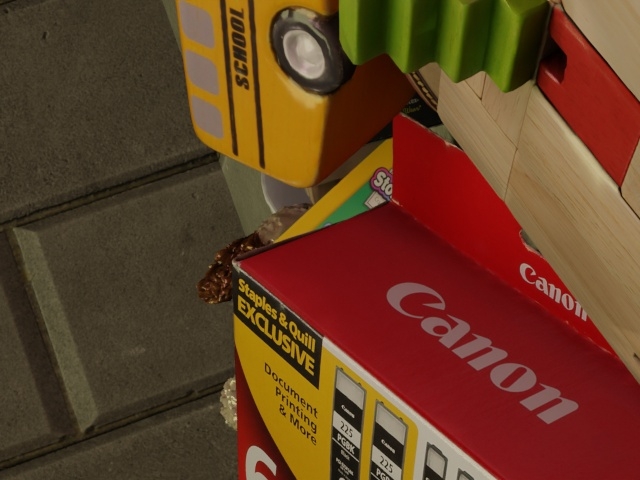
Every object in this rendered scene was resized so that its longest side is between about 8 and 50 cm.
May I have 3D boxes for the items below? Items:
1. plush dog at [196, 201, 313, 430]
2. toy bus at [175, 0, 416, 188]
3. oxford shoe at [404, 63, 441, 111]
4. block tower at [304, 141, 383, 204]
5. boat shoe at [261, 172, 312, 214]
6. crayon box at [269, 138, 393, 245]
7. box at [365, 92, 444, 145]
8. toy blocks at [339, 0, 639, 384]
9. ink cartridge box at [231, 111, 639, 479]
[{"bbox_3d":[0.016,0.058,1.400,0.225,0.262,0.210,56,133,26],"label":"plush dog"},{"bbox_3d":[-0.010,-0.188,0.761,0.130,0.108,0.332,27,141,29],"label":"toy bus"},{"bbox_3d":[0.096,-0.140,0.655,0.130,0.123,0.348,57,168,30],"label":"oxford shoe"},{"bbox_3d":[-0.019,-0.150,1.453,0.335,0.097,0.091,-120,14,-57],"label":"block tower"},{"bbox_3d":[0.000,0.000,1.665,0.084,0.095,0.258,88,163,-50],"label":"boat shoe"},{"bbox_3d":[0.072,0.077,1.093,0.081,0.165,0.278,19,-143,-46],"label":"crayon box"},{"bbox_3d":[0.005,-0.152,1.051,0.247,0.163,0.142,-138,32,-74],"label":"box"},{"bbox_3d":[0.155,-0.034,0.425,0.261,0.191,0.381,55,167,21],"label":"toy blocks"},{"bbox_3d":[0.084,0.114,0.838,0.309,0.130,0.271,36,137,42],"label":"ink cartridge box"}]
